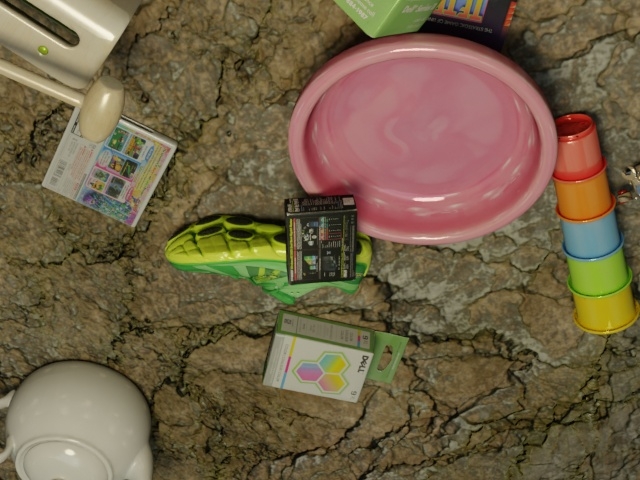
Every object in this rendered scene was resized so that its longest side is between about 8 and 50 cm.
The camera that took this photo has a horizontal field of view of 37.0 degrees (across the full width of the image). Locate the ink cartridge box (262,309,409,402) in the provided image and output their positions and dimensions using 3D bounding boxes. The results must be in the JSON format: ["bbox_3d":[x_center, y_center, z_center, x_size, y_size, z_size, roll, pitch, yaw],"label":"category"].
[{"bbox_3d":[0.023,0.186,1.482,0.209,0.062,0.109,12,125,-5],"label":"ink cartridge box"}]

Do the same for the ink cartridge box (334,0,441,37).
[{"bbox_3d":[0.110,-0.407,0.960,0.207,0.119,0.353,48,123,13],"label":"ink cartridge box"}]

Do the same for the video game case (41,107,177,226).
[{"bbox_3d":[-0.293,-0.106,1.322,0.143,0.019,0.157,25,123,-14],"label":"video game case"}]

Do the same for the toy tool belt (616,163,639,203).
[{"bbox_3d":[0.428,-0.087,1.270,0.083,0.052,0.051,-23,90,16],"label":"toy tool belt"}]

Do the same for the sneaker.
[{"bbox_3d":[-0.076,0.037,1.353,0.295,0.109,0.124,3,122,1],"label":"sneaker"}]

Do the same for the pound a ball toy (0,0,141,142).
[{"bbox_3d":[-0.332,-0.282,1.081,0.319,0.208,0.136,32,122,-17],"label":"pound a ball toy"}]

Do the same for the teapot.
[{"bbox_3d":[-0.406,0.330,1.542,0.256,0.187,0.253,-17,122,17],"label":"teapot"}]

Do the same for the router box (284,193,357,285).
[{"bbox_3d":[0.000,0.000,1.253,0.092,0.038,0.122,-4,128,-6],"label":"router box"}]

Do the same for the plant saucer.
[{"bbox_3d":[0.127,-0.132,1.203,0.332,0.084,0.332,5,138,4],"label":"plant saucer"}]

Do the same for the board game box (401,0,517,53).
[{"bbox_3d":[0.149,-0.305,1.127,0.170,0.048,0.141,10,125,-3],"label":"board game box"}]

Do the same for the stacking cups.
[{"bbox_3d":[0.357,-0.020,1.297,0.096,0.096,0.316,-15,120,15],"label":"stacking cups"}]
